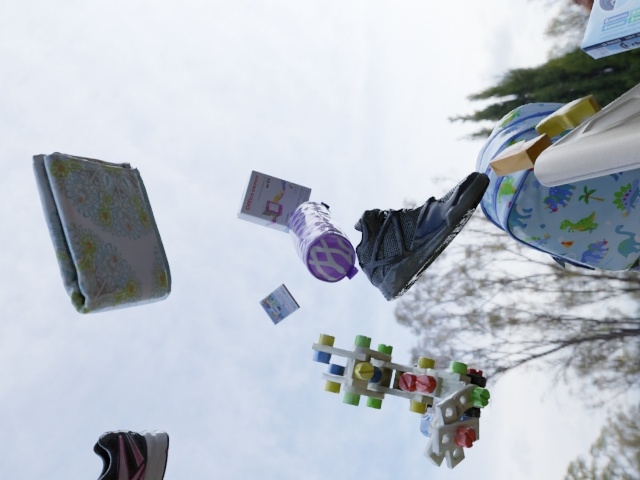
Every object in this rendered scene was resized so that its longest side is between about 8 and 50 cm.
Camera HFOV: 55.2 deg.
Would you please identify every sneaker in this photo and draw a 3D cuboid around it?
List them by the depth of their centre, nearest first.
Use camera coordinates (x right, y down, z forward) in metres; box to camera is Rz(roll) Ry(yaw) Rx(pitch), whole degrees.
[{"bbox_3d":[-0.203,0.270,0.594,0.077,0.072,0.178,20,-134,-27],"label":"sneaker"},{"bbox_3d":[0.135,-0.033,0.889,0.130,0.227,0.087,46,-163,15],"label":"sneaker"}]

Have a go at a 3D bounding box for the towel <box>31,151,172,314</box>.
[{"bbox_3d":[-0.504,-0.020,1.438,0.320,0.090,0.374,-3,-107,-70],"label":"towel"}]

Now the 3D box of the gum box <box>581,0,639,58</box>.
[{"bbox_3d":[0.498,-0.385,0.934,0.041,0.157,0.184,21,-98,-26],"label":"gum box"}]

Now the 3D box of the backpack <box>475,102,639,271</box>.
[{"bbox_3d":[0.442,-0.094,1.039,0.273,0.355,0.290,-56,-11,-52],"label":"backpack"}]

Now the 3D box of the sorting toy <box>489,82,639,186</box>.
[{"bbox_3d":[0.289,-0.117,0.509,0.229,0.307,0.041,-38,-82,-16],"label":"sorting toy"}]

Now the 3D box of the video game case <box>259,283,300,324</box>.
[{"bbox_3d":[-0.122,0.190,1.809,0.087,0.122,0.011,54,-142,4],"label":"video game case"}]

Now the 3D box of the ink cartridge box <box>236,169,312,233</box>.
[{"bbox_3d":[-0.088,-0.071,1.161,0.122,0.052,0.088,16,-103,-11],"label":"ink cartridge box"}]

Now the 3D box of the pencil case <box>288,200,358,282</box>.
[{"bbox_3d":[0.000,0.000,1.011,0.088,0.086,0.206,44,-172,-19],"label":"pencil case"}]

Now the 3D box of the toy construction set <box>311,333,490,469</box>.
[{"bbox_3d":[0.151,0.248,1.025,0.215,0.327,0.151,25,-93,-39],"label":"toy construction set"}]
